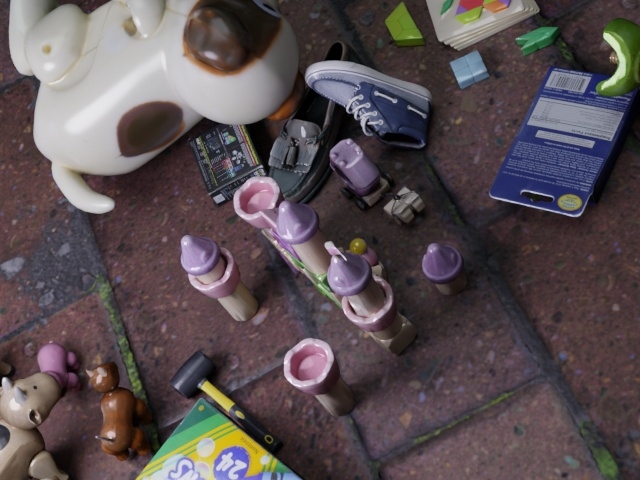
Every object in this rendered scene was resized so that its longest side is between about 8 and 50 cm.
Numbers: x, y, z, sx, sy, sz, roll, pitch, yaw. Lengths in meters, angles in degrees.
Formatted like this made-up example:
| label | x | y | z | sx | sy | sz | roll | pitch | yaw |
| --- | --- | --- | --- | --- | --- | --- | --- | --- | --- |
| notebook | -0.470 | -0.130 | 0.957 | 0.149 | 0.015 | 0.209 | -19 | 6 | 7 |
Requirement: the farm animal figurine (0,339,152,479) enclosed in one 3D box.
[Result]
| label | x | y | z | sx | sy | sz | roll | pitch | yaw |
| --- | --- | --- | --- | --- | --- | --- | --- | --- | --- |
| farm animal figurine | -0.409 | 0.250 | 1.614 | 0.330 | 0.172 | 0.326 | 8 | 58 | 30 |

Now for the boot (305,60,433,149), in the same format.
| label | x | y | z | sx | sy | sz | roll | pitch | yaw |
| --- | --- | --- | --- | --- | --- | --- | --- | --- | --- |
| boot | 0.068 | -0.189 | 1.728 | 0.190 | 0.069 | 0.086 | 12 | 61 | -11 |

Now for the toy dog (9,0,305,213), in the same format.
| label | x | y | z | sx | sy | sz | roll | pitch | yaw |
| --- | --- | --- | --- | --- | --- | --- | --- | --- | --- |
| toy dog | -0.226 | -0.255 | 1.772 | 0.408 | 0.284 | 0.395 | -10 | 55 | 27 |

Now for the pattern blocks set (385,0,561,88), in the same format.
| label | x | y | z | sx | sy | sz | roll | pitch | yaw |
| --- | --- | --- | --- | --- | --- | --- | --- | --- | --- |
| pattern blocks set | 0.232 | -0.378 | 1.853 | 0.285 | 0.026 | 0.324 | -32 | 52 | 2 |

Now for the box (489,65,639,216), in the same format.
| label | x | y | z | sx | sy | sz | roll | pitch | yaw |
| --- | --- | --- | --- | --- | --- | --- | --- | --- | --- |
| box | 0.328 | -0.128 | 1.640 | 0.136 | 0.036 | 0.225 | 16 | 65 | 31 |

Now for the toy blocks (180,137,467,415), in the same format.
| label | x | y | z | sx | sy | sz | roll | pitch | yaw |
| --- | --- | --- | --- | --- | --- | --- | --- | --- | --- |
| toy blocks | 0.000 | 0.000 | 1.559 | 0.309 | 0.260 | 0.288 | -44 | 52 | -8 |

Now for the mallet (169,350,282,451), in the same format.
| label | x | y | z | sx | sy | sz | roll | pitch | yaw |
| --- | --- | --- | --- | --- | --- | --- | --- | --- | --- |
| mallet | -0.114 | 0.210 | 1.618 | 0.190 | 0.039 | 0.062 | 27 | 76 | 30 |

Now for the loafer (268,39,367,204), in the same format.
| label | x | y | z | sx | sy | sz | roll | pitch | yaw |
| --- | --- | --- | --- | --- | --- | --- | --- | --- | --- |
| loafer | -0.016 | -0.173 | 1.789 | 0.096 | 0.084 | 0.267 | 13 | 65 | 30 |

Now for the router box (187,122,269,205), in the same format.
| label | x | y | z | sx | sy | sz | roll | pitch | yaw |
| --- | --- | --- | --- | --- | --- | --- | --- | --- | --- |
| router box | -0.136 | -0.122 | 1.838 | 0.092 | 0.038 | 0.122 | -28 | 53 | 6 |

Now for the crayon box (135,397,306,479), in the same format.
| label | x | y | z | sx | sy | sz | roll | pitch | yaw |
| --- | --- | --- | --- | --- | --- | --- | --- | --- | --- |
| crayon box | -0.164 | 0.379 | 1.482 | 0.203 | 0.083 | 0.323 | 33 | 81 | 35 |

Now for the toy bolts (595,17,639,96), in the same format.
| label | x | y | z | sx | sy | sz | roll | pitch | yaw |
| --- | --- | --- | --- | --- | --- | --- | --- | --- | --- |
| toy bolts | 0.470 | -0.289 | 1.546 | 0.158 | 0.228 | 0.218 | 20 | 32 | 36 |
